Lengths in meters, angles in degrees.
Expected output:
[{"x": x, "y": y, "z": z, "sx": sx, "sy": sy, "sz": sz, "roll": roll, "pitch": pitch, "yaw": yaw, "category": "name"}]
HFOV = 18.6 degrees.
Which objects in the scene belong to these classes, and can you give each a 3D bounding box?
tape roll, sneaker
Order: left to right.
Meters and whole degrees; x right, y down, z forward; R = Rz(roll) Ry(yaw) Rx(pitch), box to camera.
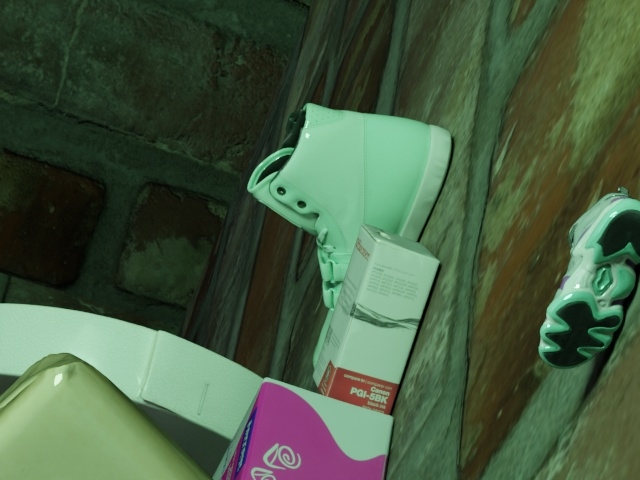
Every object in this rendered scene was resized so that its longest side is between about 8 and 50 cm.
[{"x": -0.199, "y": 0.172, "z": 1.815, "sx": 0.392, "sy": 0.392, "sz": 0.072, "roll": 123, "pitch": 164, "yaw": -63, "category": "tape roll"}, {"x": 0.000, "y": -0.001, "z": 1.658, "sx": 0.094, "sy": 0.151, "sz": 0.256, "roll": -93, "pitch": 21, "yaw": -65, "category": "sneaker"}, {"x": 0.143, "y": 0.017, "z": 1.029, "sx": 0.098, "sy": 0.038, "sz": 0.069, "roll": -61, "pitch": 9, "yaw": 15, "category": "sneaker"}]

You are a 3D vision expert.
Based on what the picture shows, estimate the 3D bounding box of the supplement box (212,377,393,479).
[{"x": -0.032, "y": 0.223, "z": 1.540, "sx": 0.220, "sy": 0.114, "sz": 0.111, "roll": 118, "pitch": 168, "yaw": -48, "category": "supplement box"}]

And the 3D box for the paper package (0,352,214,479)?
[{"x": -0.131, "y": 0.266, "z": 1.006, "sx": 0.309, "sy": 0.325, "sz": 0.168, "roll": -43, "pitch": 6, "yaw": -3, "category": "paper package"}]

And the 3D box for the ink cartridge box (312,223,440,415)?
[{"x": 0.043, "y": 0.063, "z": 1.554, "sx": 0.099, "sy": 0.056, "sz": 0.135, "roll": -121, "pitch": 49, "yaw": -80, "category": "ink cartridge box"}]
